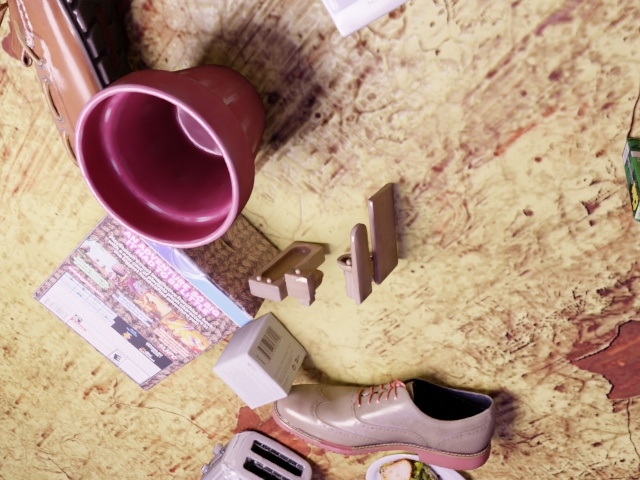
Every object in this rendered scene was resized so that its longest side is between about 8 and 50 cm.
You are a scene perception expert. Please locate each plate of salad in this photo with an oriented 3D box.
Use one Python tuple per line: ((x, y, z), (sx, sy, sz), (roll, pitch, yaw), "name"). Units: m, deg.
((0.177, 0.460, 1.118), (0.200, 0.048, 0.200), (9, 126, 13), "plate of salad")

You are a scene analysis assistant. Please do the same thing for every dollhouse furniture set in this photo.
((0.000, 0.000, 0.815), (0.151, 0.144, 0.123), (11, 123, 31), "dollhouse furniture set")

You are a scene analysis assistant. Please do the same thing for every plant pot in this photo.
((-0.155, -0.121, 0.744), (0.201, 0.180, 0.201), (10, 126, 14), "plant pot")

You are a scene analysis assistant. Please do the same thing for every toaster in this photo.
((-0.115, 0.467, 1.180), (0.227, 0.129, 0.146), (31, 126, -1), "toaster")

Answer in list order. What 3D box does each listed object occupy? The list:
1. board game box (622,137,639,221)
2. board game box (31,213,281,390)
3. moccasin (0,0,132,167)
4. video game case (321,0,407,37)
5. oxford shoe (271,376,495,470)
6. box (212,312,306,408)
((0.443, -0.048, 0.606), (0.260, 0.136, 0.030), (9, 130, 15), "board game box")
((-0.242, 0.056, 0.926), (0.232, 0.141, 0.291), (45, 126, -14), "board game box")
((-0.319, -0.253, 0.751), (0.147, 0.139, 0.380), (-2, 133, 11), "moccasin")
((0.047, -0.335, 0.619), (0.183, 0.023, 0.201), (-21, 114, 31), "video game case")
((0.097, 0.255, 0.966), (0.348, 0.123, 0.130), (6, 123, 3), "oxford shoe")
((-0.096, 0.194, 0.995), (0.087, 0.101, 0.102), (-28, 111, 34), "box")
